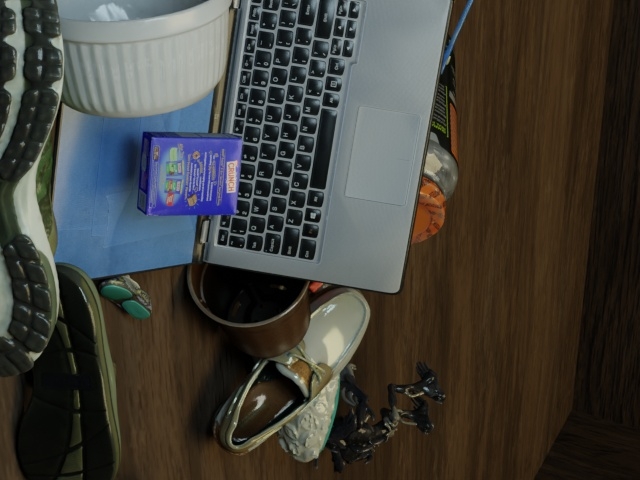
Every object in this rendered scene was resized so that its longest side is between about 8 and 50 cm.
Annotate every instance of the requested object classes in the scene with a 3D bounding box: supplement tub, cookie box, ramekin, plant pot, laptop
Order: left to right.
[{"bbox_3d":[-0.190,-0.205,1.358,0.207,0.207,0.109,-44,139,-51],"label":"ramekin"},{"bbox_3d":[-0.146,-0.074,1.509,0.107,0.040,0.091,0,106,-24],"label":"cookie box"},{"bbox_3d":[-0.076,-0.121,1.561,0.236,0.408,0.382,-74,173,-76],"label":"laptop"},{"bbox_3d":[-0.086,0.074,1.844,0.165,0.167,0.167,77,35,-62],"label":"plant pot"},{"bbox_3d":[0.102,-0.162,1.949,0.193,0.194,0.316,68,20,-54],"label":"supplement tub"}]

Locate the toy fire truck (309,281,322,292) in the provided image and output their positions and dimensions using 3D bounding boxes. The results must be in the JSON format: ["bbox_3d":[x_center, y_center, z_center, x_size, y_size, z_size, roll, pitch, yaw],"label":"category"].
[{"bbox_3d":[0.000,0.000,1.948,0.135,0.047,0.192,-44,110,-14],"label":"toy fire truck"}]

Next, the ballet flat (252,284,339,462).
[{"bbox_3d":[-0.039,0.131,2.045,0.147,0.147,0.409,2,99,-66],"label":"ballet flat"}]

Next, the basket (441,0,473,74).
[{"bbox_3d":[0.062,-0.284,1.743,0.201,0.255,0.289,-24,131,-78],"label":"basket"}]

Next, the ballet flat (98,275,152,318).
[{"bbox_3d":[-0.239,0.060,1.635,0.041,0.041,0.114,-68,156,-16],"label":"ballet flat"}]

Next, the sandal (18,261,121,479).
[{"bbox_3d":[-0.272,0.161,1.521,0.086,0.120,0.302,-56,153,-66],"label":"sandal"}]

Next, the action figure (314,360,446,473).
[{"bbox_3d":[0.079,0.310,2.375,0.276,0.141,0.164,-16,130,-34],"label":"action figure"}]

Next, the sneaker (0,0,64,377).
[{"bbox_3d":[-0.319,-0.085,1.298,0.182,0.158,0.410,-107,-157,-74],"label":"sneaker"}]

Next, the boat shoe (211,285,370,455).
[{"bbox_3d":[-0.034,0.190,1.936,0.302,0.113,0.103,-50,-172,-4],"label":"boat shoe"}]

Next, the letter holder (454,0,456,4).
[{"bbox_3d":[0.147,-0.525,2.011,0.301,0.152,0.214,-70,154,-13],"label":"letter holder"}]
